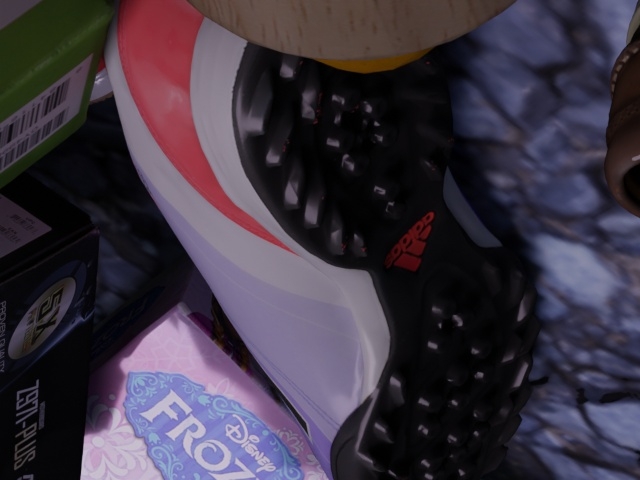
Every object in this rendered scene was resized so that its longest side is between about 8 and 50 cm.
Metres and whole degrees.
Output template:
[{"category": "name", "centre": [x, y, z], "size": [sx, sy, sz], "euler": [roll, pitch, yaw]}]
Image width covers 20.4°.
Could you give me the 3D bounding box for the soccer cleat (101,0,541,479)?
[{"category": "soccer cleat", "centre": [0.000, 0.000, 0.673], "size": [0.116, 0.108, 0.318], "euler": [32, 158, 36]}]

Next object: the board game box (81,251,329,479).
[{"category": "board game box", "centre": [-0.064, 0.207, 0.863], "size": [0.318, 0.066, 0.319], "euler": [-38, 107, 23]}]

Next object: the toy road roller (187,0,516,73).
[{"category": "toy road roller", "centre": [-0.120, -0.110, 0.396], "size": [0.330, 0.240, 0.202], "euler": [26, 164, 16]}]

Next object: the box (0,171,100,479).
[{"category": "box", "centre": [-0.182, 0.022, 0.723], "size": [0.180, 0.077, 0.147], "euler": [32, 133, 26]}]

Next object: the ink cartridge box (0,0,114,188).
[{"category": "ink cartridge box", "centre": [-0.217, -0.096, 0.550], "size": [0.255, 0.189, 0.097], "euler": [49, 159, 5]}]

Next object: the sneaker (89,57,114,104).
[{"category": "sneaker", "centre": [-0.132, -0.079, 0.695], "size": [0.118, 0.042, 0.067], "euler": [-10, 137, 35]}]

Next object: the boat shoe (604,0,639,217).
[{"category": "boat shoe", "centre": [0.202, -0.010, 0.488], "size": [0.258, 0.095, 0.095], "euler": [13, 146, 23]}]
